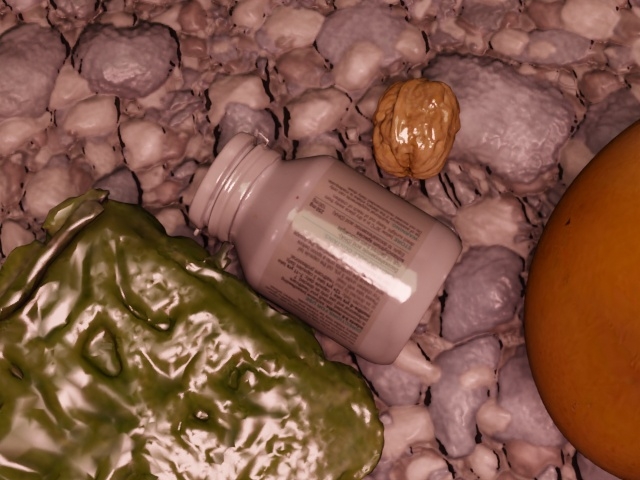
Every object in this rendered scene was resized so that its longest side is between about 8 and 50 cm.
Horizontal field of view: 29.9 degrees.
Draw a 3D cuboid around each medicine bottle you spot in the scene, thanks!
[{"bbox_3d":[0.000,0.000,1.024,0.215,0.135,0.135,31,81,5],"label":"medicine bottle"}]

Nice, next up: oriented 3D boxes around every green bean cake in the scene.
[{"bbox_3d":[-0.141,0.163,0.952,0.319,0.218,0.335,36,83,5],"label":"green bean cake"}]

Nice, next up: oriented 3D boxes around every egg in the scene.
[{"bbox_3d":[0.316,0.034,0.950,0.282,0.282,0.351,36,70,5],"label":"egg"}]

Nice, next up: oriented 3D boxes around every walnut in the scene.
[{"bbox_3d":[0.085,-0.103,1.074,0.079,0.082,0.096,3,70,30],"label":"walnut"}]
